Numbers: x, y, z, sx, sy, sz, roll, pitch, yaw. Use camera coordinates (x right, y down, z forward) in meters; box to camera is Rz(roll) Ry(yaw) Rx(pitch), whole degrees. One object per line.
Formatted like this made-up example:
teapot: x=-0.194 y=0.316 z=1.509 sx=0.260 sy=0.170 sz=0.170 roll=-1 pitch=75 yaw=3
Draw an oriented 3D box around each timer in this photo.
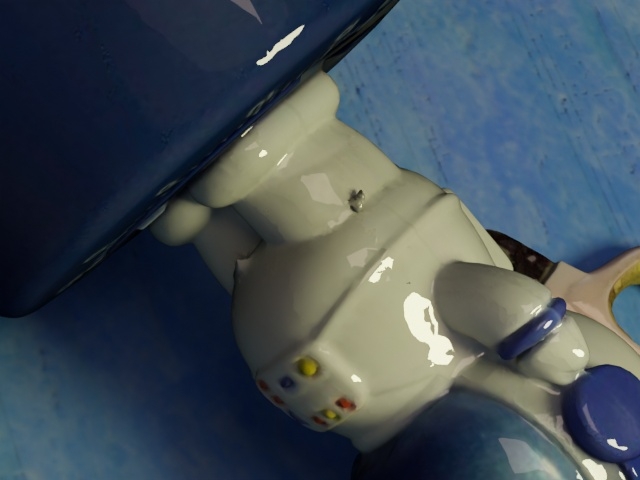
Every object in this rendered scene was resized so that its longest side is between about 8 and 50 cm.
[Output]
timer: x=0.000 y=0.000 z=0.799 sx=0.383 sy=0.270 sz=0.270 roll=48 pitch=56 yaw=-1

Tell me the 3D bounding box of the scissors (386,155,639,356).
scissors: x=0.103 y=0.027 z=0.933 sx=0.317 sy=0.024 sz=0.160 roll=37 pitch=55 yaw=5
